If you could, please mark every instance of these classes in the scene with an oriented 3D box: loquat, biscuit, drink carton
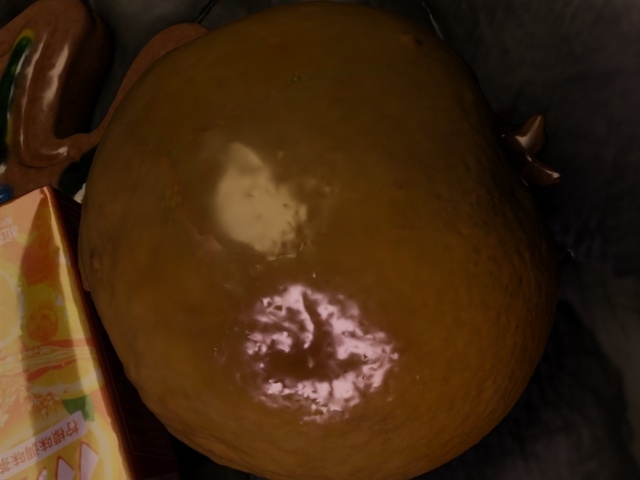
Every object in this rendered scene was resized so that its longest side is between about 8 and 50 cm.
[{"bbox_3d":[0.000,0.000,0.690,0.208,0.208,0.208,-11,69,29],"label":"loquat"},{"bbox_3d":[-0.164,0.026,0.876,0.202,0.047,0.333,21,87,35],"label":"biscuit"},{"bbox_3d":[-0.125,0.096,0.772,0.096,0.071,0.222,-21,74,12],"label":"drink carton"}]
